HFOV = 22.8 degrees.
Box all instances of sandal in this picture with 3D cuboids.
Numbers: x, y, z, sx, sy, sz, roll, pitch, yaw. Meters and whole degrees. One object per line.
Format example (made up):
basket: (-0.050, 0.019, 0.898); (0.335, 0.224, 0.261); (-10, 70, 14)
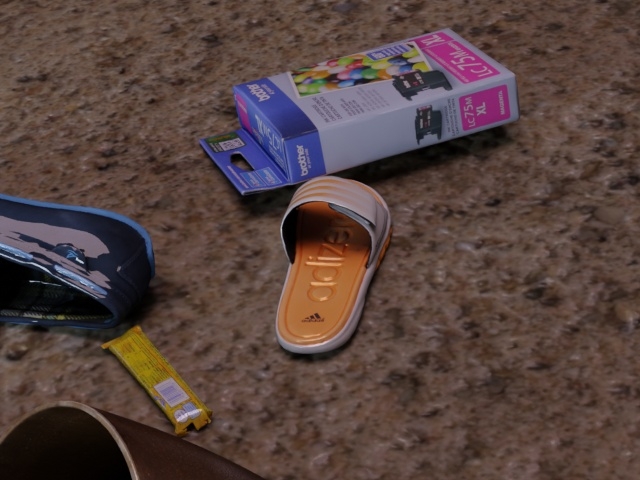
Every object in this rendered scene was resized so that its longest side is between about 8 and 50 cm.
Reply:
sandal: (0.011, 0.000, 1.501); (0.102, 0.076, 0.265); (-1, 36, 9)

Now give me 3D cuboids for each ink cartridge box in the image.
ink cartridge box: (0.034, -0.141, 1.686); (0.311, 0.065, 0.186); (-19, 27, -11)

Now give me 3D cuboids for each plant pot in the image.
plant pot: (-0.095, 0.231, 1.079); (0.230, 0.215, 0.215); (16, 16, -42)

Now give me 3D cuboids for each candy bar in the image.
candy bar: (-0.147, 0.122, 1.413); (0.040, 0.018, 0.161); (-27, 40, -19)

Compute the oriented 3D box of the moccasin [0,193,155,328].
moccasin: (-0.332, 0.020, 1.492); (0.342, 0.137, 0.117); (0, 41, 11)
